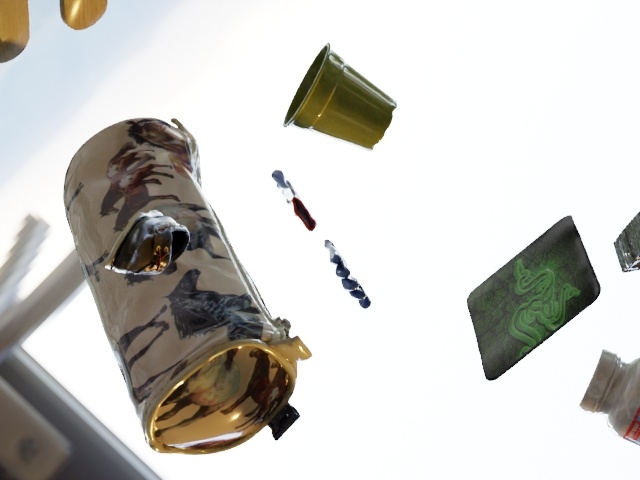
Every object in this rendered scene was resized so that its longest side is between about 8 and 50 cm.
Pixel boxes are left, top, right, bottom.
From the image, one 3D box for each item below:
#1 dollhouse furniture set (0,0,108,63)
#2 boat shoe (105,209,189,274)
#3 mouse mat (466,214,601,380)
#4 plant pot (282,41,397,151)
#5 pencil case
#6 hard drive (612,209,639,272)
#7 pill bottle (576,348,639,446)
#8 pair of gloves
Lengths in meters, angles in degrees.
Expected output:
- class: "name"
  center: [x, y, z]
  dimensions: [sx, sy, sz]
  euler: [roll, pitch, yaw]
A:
- class: "dollhouse furniture set"
  center: [-0.320, -0.202, 1.468]
  dimensions: [0.242, 0.212, 0.161]
  euler: [-27, 142, -30]
- class: "boat shoe"
  center: [-0.142, 0.004, 1.510]
  dimensions: [0.049, 0.042, 0.133]
  euler: [-60, 174, 13]
- class: "mouse mat"
  center: [0.219, 0.057, 1.895]
  dimensions: [0.152, 0.007, 0.189]
  euler: [-40, -157, 15]
- class: "plant pot"
  center: [0.021, -0.117, 1.571]
  dimensions: [0.083, 0.079, 0.083]
  euler: [-60, -170, 18]
- class: "pencil case"
  center: [-0.149, 0.036, 1.896]
  dimensions: [0.183, 0.160, 0.410]
  euler: [-25, -134, -2]
- class: "hard drive"
  center: [0.593, -0.054, 2.666]
  dimensions: [0.237, 0.064, 0.339]
  euler: [-10, 162, -14]
- class: "pill bottle"
  center: [0.342, 0.169, 1.811]
  dimensions: [0.087, 0.160, 0.087]
  euler: [23, 90, -84]
- class: "pair of gloves"
  center: [0.000, 0.000, 2.255]
  dimensions: [0.023, 0.198, 0.159]
  euler: [-34, -166, 1]
